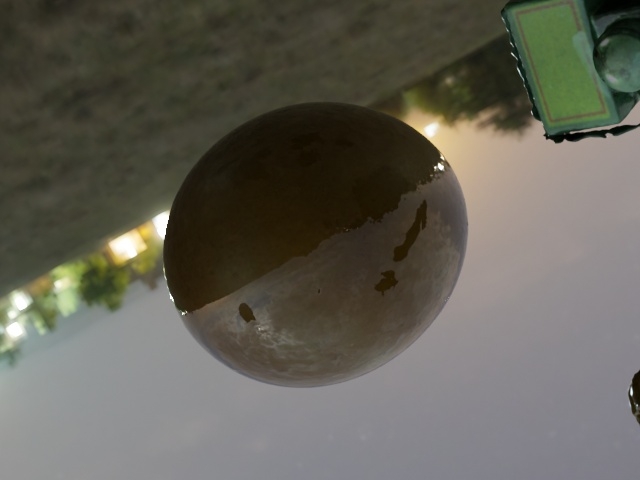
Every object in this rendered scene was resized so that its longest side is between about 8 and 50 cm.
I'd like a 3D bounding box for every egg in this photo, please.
[{"bbox_3d":[0.000,0.000,1.344,0.351,0.282,0.283,-28,-179,-43],"label":"egg"}]

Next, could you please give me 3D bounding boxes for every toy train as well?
[{"bbox_3d":[0.285,-0.201,1.162,0.188,0.159,0.272,-7,-156,38],"label":"toy train"}]

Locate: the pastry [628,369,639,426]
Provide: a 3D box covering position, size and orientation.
[{"bbox_3d":[0.319,0.143,1.158,0.109,0.097,0.057,-30,164,-44],"label":"pastry"}]
